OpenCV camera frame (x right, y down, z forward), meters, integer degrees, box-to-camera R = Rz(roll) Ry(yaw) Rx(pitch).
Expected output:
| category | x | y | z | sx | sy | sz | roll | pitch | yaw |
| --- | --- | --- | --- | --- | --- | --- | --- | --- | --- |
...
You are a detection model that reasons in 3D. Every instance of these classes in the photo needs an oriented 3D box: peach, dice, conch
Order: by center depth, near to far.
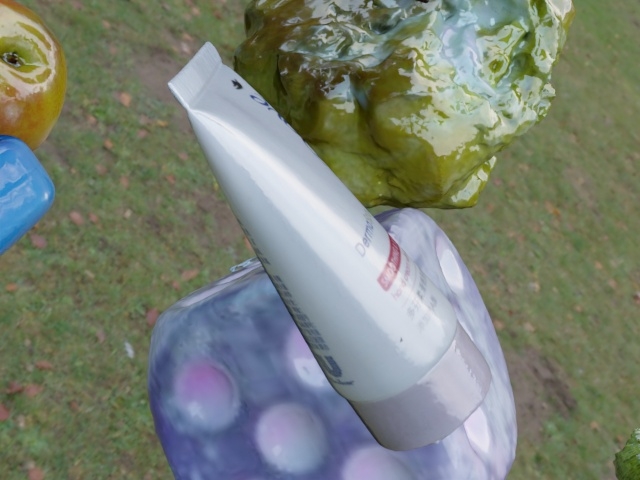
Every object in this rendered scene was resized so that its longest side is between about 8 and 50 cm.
| category | x | y | z | sx | sy | sz | roll | pitch | yaw |
| --- | --- | --- | --- | --- | --- | --- | --- | --- | --- |
| dice | 0.018 | 0.136 | 0.864 | 0.271 | 0.270 | 0.270 | 67 | 23 | -4 |
| peach | -0.376 | -0.172 | 0.977 | 0.190 | 0.192 | 0.190 | 20 | 59 | -38 |
| conch | 0.409 | 0.288 | 1.093 | 0.089 | 0.074 | 0.121 | -6 | 60 | -6 |

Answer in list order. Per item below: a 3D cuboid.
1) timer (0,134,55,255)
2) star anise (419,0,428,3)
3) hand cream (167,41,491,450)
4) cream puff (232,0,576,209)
| category | x | y | z | sx | sy | sz | roll | pitch | yaw |
| --- | --- | --- | --- | --- | --- | --- | --- | --- | --- |
| timer | -0.379 | 0.032 | 0.683 | 0.115 | 0.309 | 0.340 | 59 | 19 | -16 |
| star anise | -0.009 | -0.246 | 0.569 | 0.213 | 0.053 | 0.157 | 22 | 54 | -8 |
| hand cream | 0.000 | 0.000 | 0.498 | 0.247 | 0.083 | 0.133 | 55 | 10 | -19 |
| cream puff | 0.071 | -0.131 | 0.715 | 0.185 | 0.282 | 0.281 | 66 | 8 | -47 |
